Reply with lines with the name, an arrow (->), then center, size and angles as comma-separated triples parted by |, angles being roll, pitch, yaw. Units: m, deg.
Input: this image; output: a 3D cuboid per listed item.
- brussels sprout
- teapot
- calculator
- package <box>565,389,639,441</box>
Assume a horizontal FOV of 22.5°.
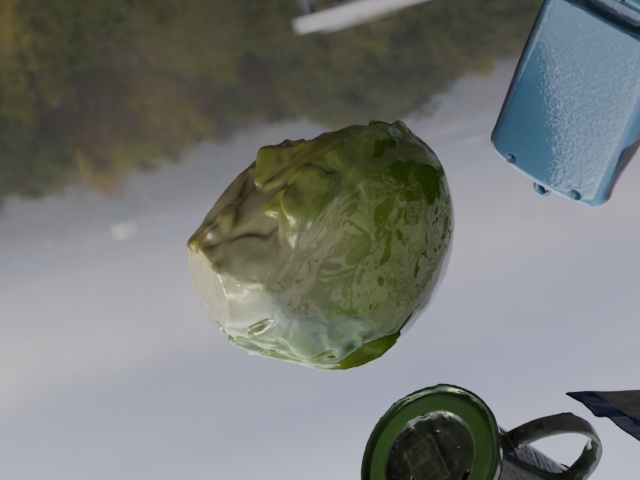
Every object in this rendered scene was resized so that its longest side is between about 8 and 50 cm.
brussels sprout -> 0.000, 0.000, 1.890 | 0.344, 0.344, 0.268 | -15, -149, -32
teapot -> 0.246, 0.319, 2.086 | 0.270, 0.200, 0.337 | -39, 138, 15
calculator -> 0.301, -0.167, 1.842 | 0.173, 0.293, 0.051 | 32, -142, 18
package -> 0.340, 0.166, 1.492 | 0.173, 0.027, 0.171 | -1, -163, -21
